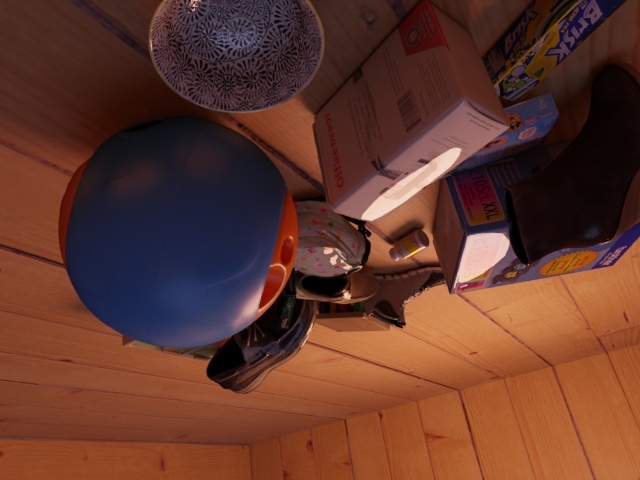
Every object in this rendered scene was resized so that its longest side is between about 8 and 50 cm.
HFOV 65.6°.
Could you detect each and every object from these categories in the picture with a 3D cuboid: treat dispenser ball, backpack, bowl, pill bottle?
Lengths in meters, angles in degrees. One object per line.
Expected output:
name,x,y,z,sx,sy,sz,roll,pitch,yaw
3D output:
treat dispenser ball,-0.172,-0.010,0.633,0.288,0.288,0.288,-7,151,-4
backpack,0.000,0.000,0.887,0.152,0.115,0.182,-18,148,20
bowl,-0.085,-0.217,0.503,0.170,0.080,0.170,-7,151,-4
pill bottle,0.183,0.013,1.037,0.043,0.043,0.083,16,143,-38

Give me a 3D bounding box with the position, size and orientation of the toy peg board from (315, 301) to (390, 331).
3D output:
toy peg board,0.079,0.185,1.307,0.161,0.079,0.161,-8,155,31

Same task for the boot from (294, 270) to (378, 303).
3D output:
boot,0.043,0.095,1.061,0.213,0.077,0.165,2,172,-13

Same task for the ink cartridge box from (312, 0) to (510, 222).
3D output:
ink cartridge box,0.095,-0.144,0.607,0.092,0.158,0.218,14,144,-37

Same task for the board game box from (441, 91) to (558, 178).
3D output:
board game box,0.223,-0.137,0.730,0.211,0.039,0.160,-17,172,15

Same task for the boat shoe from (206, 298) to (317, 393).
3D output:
boat shoe,-0.145,0.240,1.184,0.130,0.132,0.355,21,115,-42

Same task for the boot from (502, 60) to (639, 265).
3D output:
boot,0.353,-0.102,0.687,0.207,0.248,0.090,-17,-164,-10

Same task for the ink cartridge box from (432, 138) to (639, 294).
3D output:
ink cartridge box,0.421,-0.045,0.900,0.395,0.151,0.270,-12,151,2

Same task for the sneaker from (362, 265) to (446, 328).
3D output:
sneaker,0.210,0.144,1.189,0.229,0.132,0.086,-10,151,1

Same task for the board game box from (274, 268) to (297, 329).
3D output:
board game box,-0.076,0.092,1.019,0.026,0.126,0.186,-3,151,-11

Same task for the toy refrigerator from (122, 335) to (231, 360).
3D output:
toy refrigerator,-0.339,0.231,1.224,0.102,0.094,0.269,-26,148,27

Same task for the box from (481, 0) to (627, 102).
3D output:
box,0.266,-0.244,0.585,0.059,0.054,0.169,7,148,-27
